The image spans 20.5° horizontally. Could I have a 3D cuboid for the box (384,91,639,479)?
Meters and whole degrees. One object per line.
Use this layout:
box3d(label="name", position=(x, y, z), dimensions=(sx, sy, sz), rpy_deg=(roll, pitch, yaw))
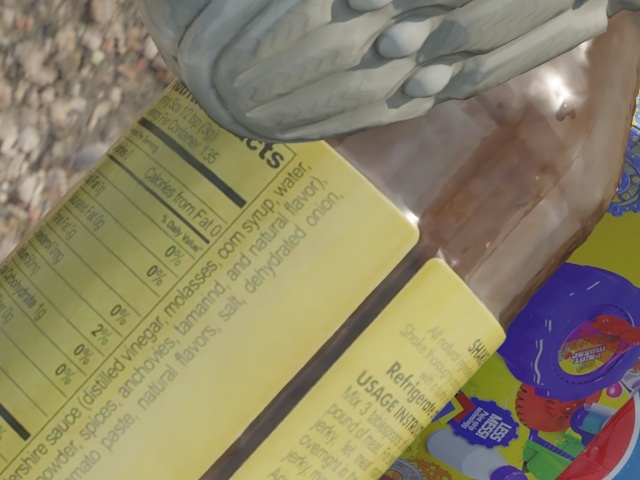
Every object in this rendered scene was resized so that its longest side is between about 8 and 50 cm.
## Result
box3d(label="box", position=(0.177, -0.026, 0.922), dimensions=(0.177, 0.290, 0.279), rpy_deg=(26, 47, -5))

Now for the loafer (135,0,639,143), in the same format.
box3d(label="loafer", position=(0.083, -0.147, 0.349), dimensions=(0.319, 0.112, 0.111), rpy_deg=(-40, 65, -2))

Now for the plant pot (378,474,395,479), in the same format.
box3d(label="plant pot", position=(0.121, 0.161, 1.130), dimensions=(0.180, 0.201, 0.201), rpy_deg=(40, 70, -20))

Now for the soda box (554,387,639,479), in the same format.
box3d(label="soda box", position=(0.125, 0.101, 0.656), dimensions=(0.071, 0.067, 0.210), rpy_deg=(43, 93, 15))

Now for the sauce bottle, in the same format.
box3d(label="sauce bottle", position=(0.000, 0.000, 0.454), dimensions=(0.111, 0.111, 0.344), rpy_deg=(45, 86, -4))
